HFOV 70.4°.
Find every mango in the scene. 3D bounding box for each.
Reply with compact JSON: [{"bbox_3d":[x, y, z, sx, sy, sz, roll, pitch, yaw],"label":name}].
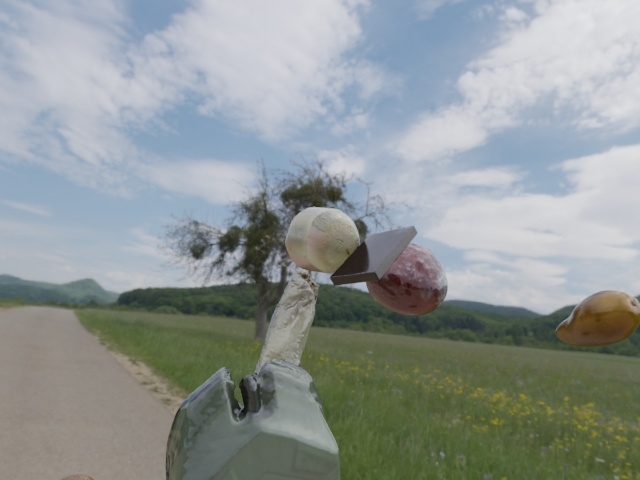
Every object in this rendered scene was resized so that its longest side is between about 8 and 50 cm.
[{"bbox_3d":[0.506,0.154,0.832,0.102,0.084,0.184,6,-34,-1],"label":"mango"}]

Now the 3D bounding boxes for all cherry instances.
[{"bbox_3d":[0.260,0.115,1.386,0.285,0.236,0.212,45,-16,46],"label":"cherry"}]

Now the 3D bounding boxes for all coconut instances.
[{"bbox_3d":[0.000,0.000,1.108,0.171,0.170,0.183,14,-3,-32],"label":"coconut"}]

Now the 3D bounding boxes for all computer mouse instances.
[{"bbox_3d":[-0.083,0.371,0.587,0.228,0.428,0.145,-4,-2,-27],"label":"computer mouse"}]

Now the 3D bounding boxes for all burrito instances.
[{"bbox_3d":[-0.089,0.256,1.236,0.117,0.391,0.076,11,-31,17],"label":"burrito"}]

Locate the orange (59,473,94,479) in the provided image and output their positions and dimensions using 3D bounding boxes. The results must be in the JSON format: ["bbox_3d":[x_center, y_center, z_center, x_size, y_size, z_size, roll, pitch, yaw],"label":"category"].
[{"bbox_3d":[-0.390,0.410,0.713,0.085,0.084,0.085,6,-11,1],"label":"orange"}]

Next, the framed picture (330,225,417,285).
[{"bbox_3d":[0.112,0.031,0.952,0.128,0.168,0.023,-13,-66,48],"label":"framed picture"}]
